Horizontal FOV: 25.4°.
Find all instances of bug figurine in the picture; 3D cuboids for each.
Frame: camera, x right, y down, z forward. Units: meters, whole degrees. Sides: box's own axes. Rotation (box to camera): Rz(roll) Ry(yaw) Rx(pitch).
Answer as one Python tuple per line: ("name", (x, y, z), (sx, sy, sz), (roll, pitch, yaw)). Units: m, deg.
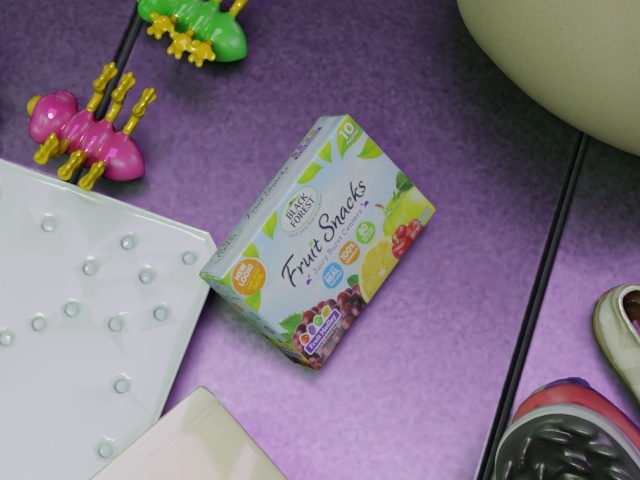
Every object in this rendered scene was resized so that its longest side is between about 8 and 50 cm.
("bug figurine", (-0.175, -0.149, 0.988), (0.216, 0.072, 0.279), (36, 71, 4))

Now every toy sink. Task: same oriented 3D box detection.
("toy sink", (-0.040, 0.214, 0.802), (0.131, 0.153, 0.234), (-40, 85, -18))

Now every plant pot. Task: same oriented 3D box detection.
("plant pot", (0.202, -0.191, 0.947), (0.191, 0.284, 0.284), (8, 68, 37))

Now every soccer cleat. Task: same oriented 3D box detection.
("soccer cleat", (0.228, 0.222, 0.885), (0.109, 0.116, 0.318), (-36, 92, 23))

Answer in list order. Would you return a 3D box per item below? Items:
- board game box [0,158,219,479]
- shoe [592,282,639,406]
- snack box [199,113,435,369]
("board game box", (-0.309, 0.116, 0.909), (0.390, 0.050, 0.390), (19, 73, 2))
("shoe", (0.258, 0.118, 0.937), (0.076, 0.058, 0.219), (-34, 77, -13))
("snack box", (0.000, 0.000, 0.946), (0.100, 0.037, 0.141), (44, 72, -26))
